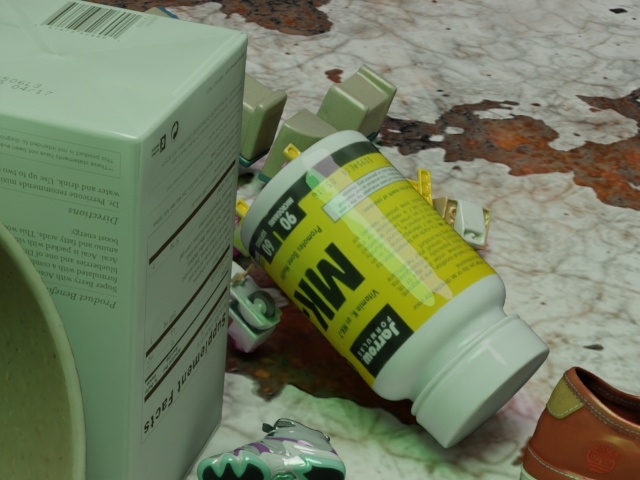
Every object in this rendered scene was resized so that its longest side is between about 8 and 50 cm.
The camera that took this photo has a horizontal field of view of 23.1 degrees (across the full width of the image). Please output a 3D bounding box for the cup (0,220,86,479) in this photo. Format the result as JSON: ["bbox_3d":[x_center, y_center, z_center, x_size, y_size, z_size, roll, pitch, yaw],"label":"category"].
[{"bbox_3d":[-0.322,0.116,0.804,0.237,0.331,0.331,-5,17,42],"label":"cup"}]

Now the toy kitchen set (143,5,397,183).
[{"bbox_3d":[-0.065,-0.127,1.442,0.207,0.122,0.166,36,38,11],"label":"toy kitchen set"}]

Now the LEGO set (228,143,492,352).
[{"bbox_3d":[0.000,0.000,1.249,0.287,0.107,0.132,-19,72,-42],"label":"LEGO set"}]

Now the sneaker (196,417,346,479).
[{"bbox_3d":[-0.037,0.140,1.029,0.098,0.038,0.069,6,27,-17],"label":"sneaker"}]

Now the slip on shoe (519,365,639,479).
[{"bbox_3d":[0.293,0.146,0.972,0.331,0.101,0.123,9,10,10],"label":"slip on shoe"}]

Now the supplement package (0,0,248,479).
[{"bbox_3d":[-0.161,0.019,0.958,0.177,0.293,0.175,13,29,12],"label":"supplement package"}]

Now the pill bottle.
[{"bbox_3d":[0.052,0.034,1.080,0.208,0.119,0.119,47,45,16],"label":"pill bottle"}]
